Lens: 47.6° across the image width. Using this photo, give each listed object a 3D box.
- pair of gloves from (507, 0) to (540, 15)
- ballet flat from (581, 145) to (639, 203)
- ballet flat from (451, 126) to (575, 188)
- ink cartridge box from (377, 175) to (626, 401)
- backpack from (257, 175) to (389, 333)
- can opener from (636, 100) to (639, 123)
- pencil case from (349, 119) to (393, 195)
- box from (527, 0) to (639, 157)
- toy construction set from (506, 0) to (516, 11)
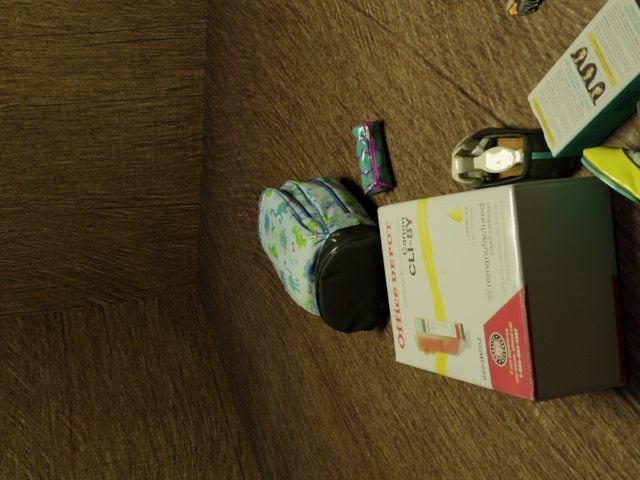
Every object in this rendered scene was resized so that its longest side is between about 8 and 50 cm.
[{"bbox_3d":[0.293,-0.368,1.048,0.074,0.010,0.083,-163,67,-67],"label":"pair of gloves"},{"bbox_3d":[0.394,-0.055,0.819,0.077,0.077,0.231,-57,42,28],"label":"ballet flat"},{"bbox_3d":[0.258,-0.127,1.094,0.280,0.096,0.095,176,86,-69],"label":"ballet flat"},{"bbox_3d":[0.248,0.063,1.090,0.384,0.160,0.279,176,87,-69],"label":"ink cartridge box"},{"bbox_3d":[0.000,0.000,1.647,0.356,0.273,0.290,-102,11,-49],"label":"backpack"},{"bbox_3d":[0.427,-0.165,0.679,0.280,0.074,0.093,172,92,-67],"label":"can opener"},{"bbox_3d":[0.107,-0.172,1.516,0.070,0.064,0.152,59,-160,-80],"label":"pencil case"},{"bbox_3d":[0.352,-0.208,0.875,0.244,0.060,0.101,123,136,-59],"label":"box"},{"bbox_3d":[0.289,-0.266,0.665,0.308,0.257,0.237,2,75,62],"label":"toy construction set"}]
